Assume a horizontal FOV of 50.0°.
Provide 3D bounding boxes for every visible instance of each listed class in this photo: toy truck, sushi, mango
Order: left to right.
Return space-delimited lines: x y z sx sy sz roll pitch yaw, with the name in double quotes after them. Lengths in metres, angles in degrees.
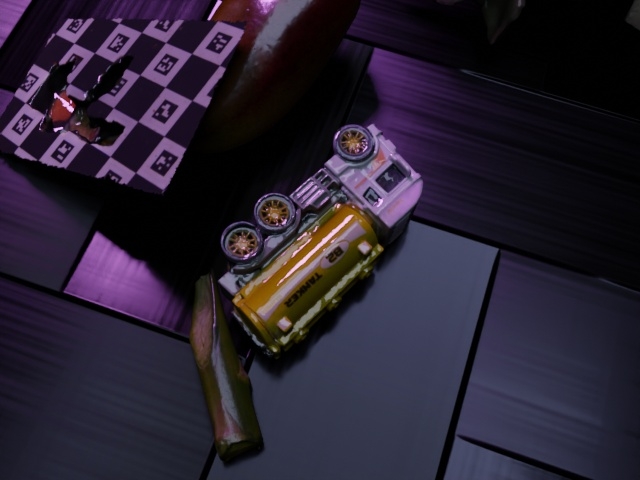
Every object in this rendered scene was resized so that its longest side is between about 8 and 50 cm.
-0.210 -0.139 0.709 0.280 0.043 0.192 12 70 30 "sushi"
-0.063 -0.201 0.724 0.133 0.111 0.267 39 87 11 "mango"
0.000 0.000 0.654 0.114 0.098 0.227 44 75 12 "toy truck"

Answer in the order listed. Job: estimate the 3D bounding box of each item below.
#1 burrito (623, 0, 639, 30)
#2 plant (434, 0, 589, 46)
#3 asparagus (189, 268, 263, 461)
0.418 -0.318 0.777 0.060 0.087 0.225 20 97 -31 "burrito"
0.239 -0.367 0.752 0.312 0.213 0.215 -35 74 -16 "plant"
-0.095 0.110 0.634 0.045 0.041 0.178 -19 67 -1 "asparagus"
